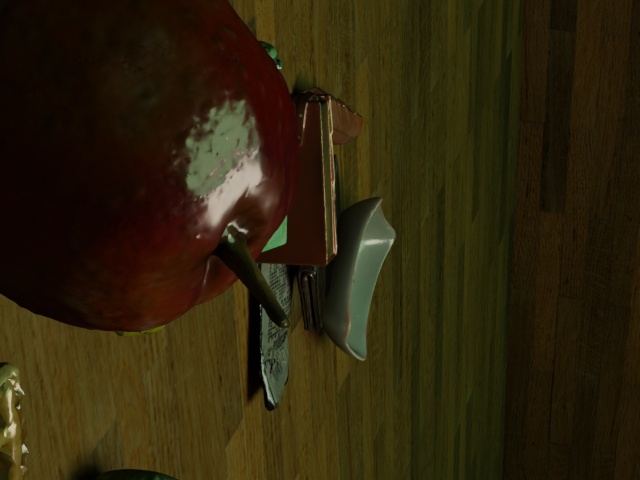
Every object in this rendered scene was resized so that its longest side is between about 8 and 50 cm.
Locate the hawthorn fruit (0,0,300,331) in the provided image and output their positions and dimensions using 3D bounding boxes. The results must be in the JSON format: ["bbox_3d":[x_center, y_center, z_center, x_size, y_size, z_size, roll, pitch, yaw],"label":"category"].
[{"bbox_3d":[-0.131,-0.052,1.004,0.287,0.330,0.287,-39,157,-20],"label":"hawthorn fruit"}]

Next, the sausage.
[{"bbox_3d":[0.012,-0.161,1.908,0.169,0.065,0.065,13,85,-73],"label":"sausage"}]

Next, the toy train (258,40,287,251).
[{"bbox_3d":[-0.090,-0.090,1.489,0.119,0.085,0.251,-19,126,-34],"label":"toy train"}]

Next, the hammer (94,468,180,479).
[{"bbox_3d":[-0.177,0.368,1.478,0.335,0.118,0.206,80,24,-64],"label":"hammer"}]

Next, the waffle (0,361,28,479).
[{"bbox_3d":[-0.293,0.262,1.047,0.213,0.091,0.308,-52,145,-59],"label":"waffle"}]

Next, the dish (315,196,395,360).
[{"bbox_3d":[0.042,0.051,2.086,0.151,0.077,0.212,64,37,-65],"label":"dish"}]

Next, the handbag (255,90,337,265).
[{"bbox_3d":[-0.050,-0.070,1.600,0.063,0.127,0.190,-43,134,-67],"label":"handbag"}]

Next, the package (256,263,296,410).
[{"bbox_3d":[-0.052,0.082,1.861,0.154,0.030,0.239,-59,153,-68],"label":"package"}]

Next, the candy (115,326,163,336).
[{"bbox_3d":[-0.191,0.017,1.262,0.106,0.094,0.199,67,10,24],"label":"candy"}]

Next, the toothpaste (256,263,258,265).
[{"bbox_3d":[-0.097,0.004,1.692,0.140,0.021,0.037,64,37,-55],"label":"toothpaste"}]

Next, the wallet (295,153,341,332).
[{"bbox_3d":[0.000,0.000,1.928,0.230,0.042,0.124,-83,170,-45],"label":"wallet"}]
